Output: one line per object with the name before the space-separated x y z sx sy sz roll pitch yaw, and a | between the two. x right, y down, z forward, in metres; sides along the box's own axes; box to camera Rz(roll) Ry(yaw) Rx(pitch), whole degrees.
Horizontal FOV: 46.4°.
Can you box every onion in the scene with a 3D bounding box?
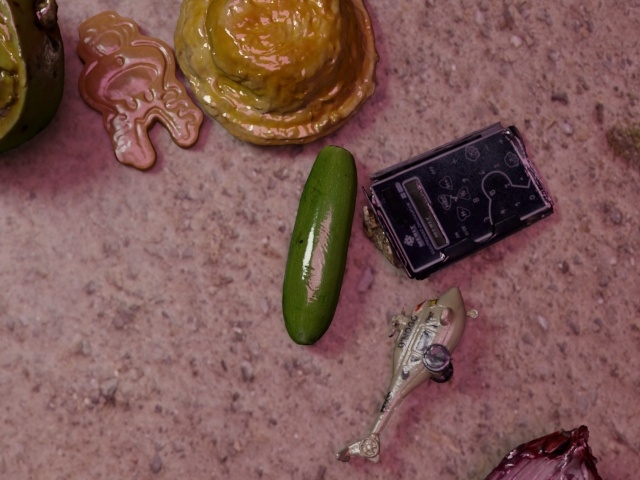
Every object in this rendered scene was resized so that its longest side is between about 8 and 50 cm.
onion | 0.290 0.376 0.989 0.227 0.120 0.283 25 78 -9

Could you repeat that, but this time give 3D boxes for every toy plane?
toy plane | 0.117 0.184 1.024 0.108 0.092 0.286 24 77 20

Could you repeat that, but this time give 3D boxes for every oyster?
oyster | 0.082 0.000 1.058 0.038 0.081 0.083 -25 56 23

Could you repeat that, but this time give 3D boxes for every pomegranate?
pomegranate | -0.482 -0.225 0.954 0.341 0.260 0.260 -12 81 21

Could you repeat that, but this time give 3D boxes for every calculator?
calculator | 0.204 -0.063 1.079 0.274 0.028 0.165 -24 84 -21

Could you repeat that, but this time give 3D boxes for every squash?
squash | 0.000 0.000 1.039 0.082 0.082 0.292 12 79 -5

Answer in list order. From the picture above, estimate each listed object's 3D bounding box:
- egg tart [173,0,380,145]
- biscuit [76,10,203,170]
egg tart | -0.056 -0.292 1.058 0.319 0.128 0.318 2 80 -9
biscuit | -0.268 -0.222 1.071 0.144 0.040 0.236 -28 87 -16
